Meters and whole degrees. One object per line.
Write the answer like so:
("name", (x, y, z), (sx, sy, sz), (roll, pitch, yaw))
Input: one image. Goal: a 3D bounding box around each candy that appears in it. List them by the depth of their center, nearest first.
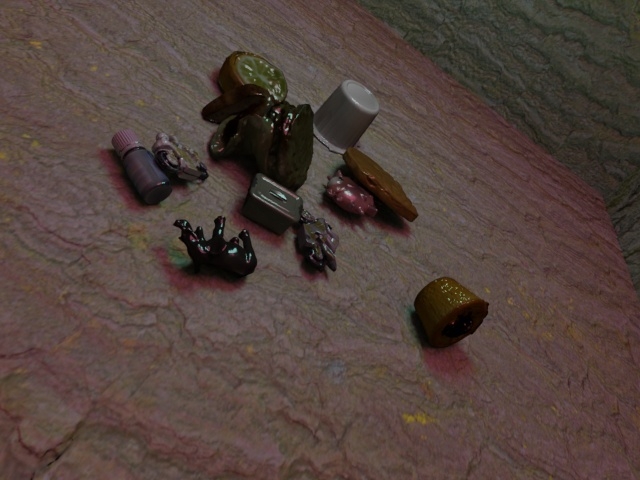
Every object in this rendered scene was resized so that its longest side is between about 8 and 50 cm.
("candy", (-0.238, -0.563, 1.981), (0.260, 0.118, 0.260), (23, 43, -23))

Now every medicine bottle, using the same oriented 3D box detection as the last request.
("medicine bottle", (-0.462, -0.193, 1.422), (0.083, 0.083, 0.203), (-16, 66, -49))

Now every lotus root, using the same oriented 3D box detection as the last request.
("lotus root", (-0.234, -0.432, 1.820), (0.260, 0.170, 0.074), (12, 49, -41))

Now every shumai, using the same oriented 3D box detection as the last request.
("shumai", (-0.180, -0.319, 1.746), (0.288, 0.292, 0.330), (6, 27, 12))

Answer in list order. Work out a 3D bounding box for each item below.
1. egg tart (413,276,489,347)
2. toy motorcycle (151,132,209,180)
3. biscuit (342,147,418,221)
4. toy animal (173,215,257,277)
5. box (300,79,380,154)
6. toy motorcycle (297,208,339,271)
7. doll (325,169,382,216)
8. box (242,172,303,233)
("egg tart", (0.395, 0.216, 1.698), (0.215, 0.215, 0.171), (5, 39, -40))
("toy motorcycle", (-0.388, -0.229, 1.504), (0.151, 0.074, 0.228), (52, 15, 10))
("biscuit", (0.221, -0.216, 2.021), (0.351, 0.057, 0.312), (40, 20, -15))
("toy animal", (-0.252, 0.013, 1.378), (0.245, 0.114, 0.146), (14, 44, -33))
("box", (0.088, -0.507, 2.145), (0.291, 0.206, 0.262), (45, 36, 0))
("toy motorcycle", (0.000, 0.000, 1.660), (0.152, 0.073, 0.225), (14, 44, -36))
("doll", (0.115, -0.156, 1.905), (0.262, 0.093, 0.211), (6, 40, -38))
("box", (-0.145, -0.100, 1.611), (0.172, 0.093, 0.124), (30, 37, -16))
